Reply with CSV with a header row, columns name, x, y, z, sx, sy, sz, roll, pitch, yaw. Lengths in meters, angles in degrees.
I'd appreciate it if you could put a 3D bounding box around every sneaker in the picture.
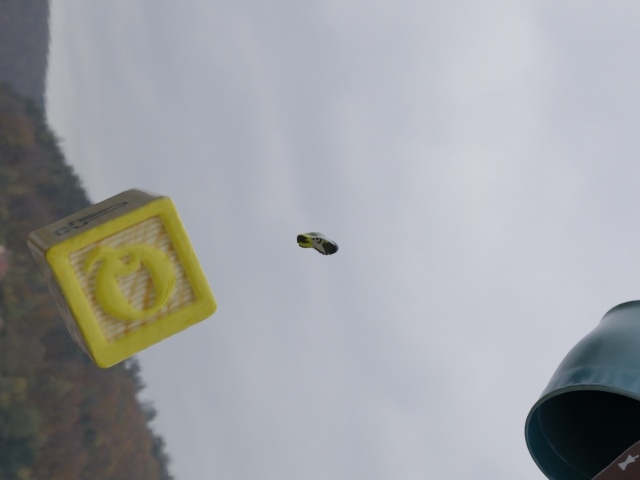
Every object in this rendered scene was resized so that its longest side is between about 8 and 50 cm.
name,x,y,z,sx,sy,sz,roll,pitch,yaw
sneaker,0.000,0.000,1.783,0.083,0.035,0.031,18,-58,34

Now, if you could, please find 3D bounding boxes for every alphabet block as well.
name,x,y,z,sx,sy,sz,roll,pitch,yaw
alphabet block,-0.289,0.046,1.539,0.197,0.193,0.192,19,-46,66

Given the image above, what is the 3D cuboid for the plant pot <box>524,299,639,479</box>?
name,x,y,z,sx,sy,sz,roll,pitch,yaw
plant pot,0.479,0.236,1.610,0.272,0.255,0.271,18,-45,20

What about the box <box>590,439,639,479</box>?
name,x,y,z,sx,sy,sz,roll,pitch,yaw
box,0.350,0.351,1.078,0.203,0.167,0.168,49,3,-11
